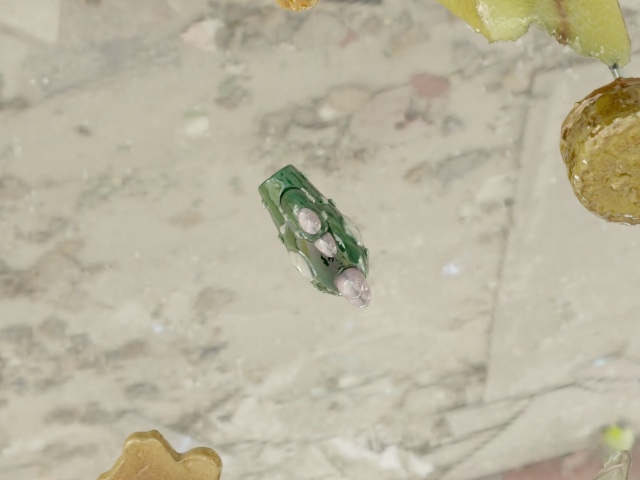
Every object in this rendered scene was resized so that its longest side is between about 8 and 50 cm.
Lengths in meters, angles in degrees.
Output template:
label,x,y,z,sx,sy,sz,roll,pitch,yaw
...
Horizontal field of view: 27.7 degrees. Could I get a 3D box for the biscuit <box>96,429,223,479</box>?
label,x,y,z,sx,sy,sz,roll,pitch,yaw
biscuit,-0.151,0.317,1.501,0.225,0.036,0.166,35,104,-5

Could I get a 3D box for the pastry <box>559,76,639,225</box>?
label,x,y,z,sx,sy,sz,roll,pitch,yaw
pastry,0.384,-0.105,1.568,0.189,0.103,0.189,-2,133,-2

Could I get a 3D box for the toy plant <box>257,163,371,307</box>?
label,x,y,z,sx,sy,sz,roll,pitch,yaw
toy plant,0.001,0.001,1.937,0.112,0.232,0.243,-35,115,0

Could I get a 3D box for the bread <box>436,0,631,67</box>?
label,x,y,z,sx,sy,sz,roll,pitch,yaw
bread,0.204,-0.309,1.554,0.233,0.361,0.245,3,150,-22

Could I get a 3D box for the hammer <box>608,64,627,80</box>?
label,x,y,z,sx,sy,sz,roll,pitch,yaw
hammer,0.379,-0.241,1.707,0.103,0.246,0.029,-32,-162,-18

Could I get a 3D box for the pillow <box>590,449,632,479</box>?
label,x,y,z,sx,sy,sz,roll,pitch,yaw
pillow,0.366,0.372,1.699,0.038,0.232,0.130,33,120,-6

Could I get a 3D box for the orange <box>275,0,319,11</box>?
label,x,y,z,sx,sy,sz,roll,pitch,yaw
orange,-0.030,-0.355,1.764,0.086,0.086,0.062,-19,170,10
